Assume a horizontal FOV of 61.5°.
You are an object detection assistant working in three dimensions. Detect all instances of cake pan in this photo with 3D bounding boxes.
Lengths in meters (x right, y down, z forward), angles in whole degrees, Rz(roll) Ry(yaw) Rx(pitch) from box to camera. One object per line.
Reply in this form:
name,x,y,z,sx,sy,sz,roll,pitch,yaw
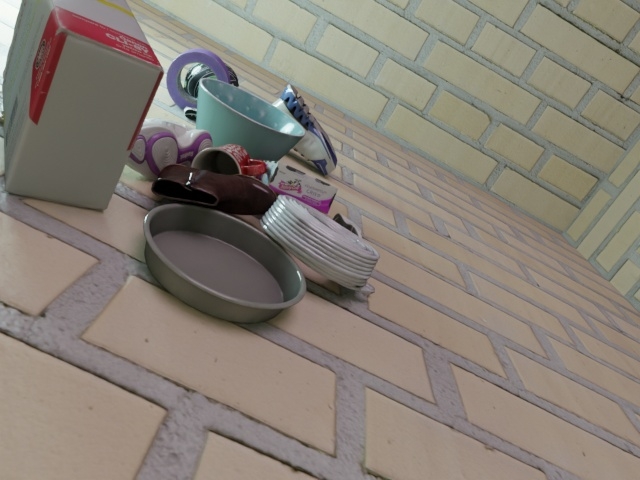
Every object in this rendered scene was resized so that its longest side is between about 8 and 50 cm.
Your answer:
cake pan,-0.164,0.038,0.912,0.293,0.054,0.293,26,21,-11

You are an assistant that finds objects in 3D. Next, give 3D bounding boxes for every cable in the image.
cable,0.000,0.000,1.116,0.257,0.089,0.257,39,10,34

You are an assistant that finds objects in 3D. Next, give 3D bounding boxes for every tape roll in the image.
tape roll,-0.377,-0.493,1.669,0.189,0.189,0.080,24,22,-16

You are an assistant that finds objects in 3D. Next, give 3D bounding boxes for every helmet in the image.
helmet,-0.364,-0.523,1.795,0.169,0.161,0.169,26,21,-11

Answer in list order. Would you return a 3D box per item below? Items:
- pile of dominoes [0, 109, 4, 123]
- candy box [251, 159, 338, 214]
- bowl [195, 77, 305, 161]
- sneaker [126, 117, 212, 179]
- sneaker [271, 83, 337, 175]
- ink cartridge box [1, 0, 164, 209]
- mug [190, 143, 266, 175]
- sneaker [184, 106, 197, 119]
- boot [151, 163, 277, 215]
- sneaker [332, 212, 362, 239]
pile of dominoes,-0.539,-0.259,1.117,0.196,0.040,0.251,21,22,-25
candy box,-0.076,-0.134,1.309,0.159,0.071,0.233,22,1,-21
bowl,-0.214,-0.295,1.467,0.312,0.163,0.311,27,20,-11
sneaker,-0.365,-0.208,1.178,0.152,0.114,0.305,20,14,12
sneaker,-0.086,-0.347,1.827,0.315,0.182,0.127,57,18,-14
ink cartridge box,-0.433,-0.282,0.934,0.160,0.279,0.384,11,33,-39
mug,-0.205,-0.160,1.248,0.150,0.113,0.169,24,16,-4
sneaker,-0.366,-0.384,1.644,0.109,0.040,0.043,16,23,-35
boot,-0.201,-0.086,1.064,0.249,0.090,0.207,14,12,-12
sneaker,0.083,-0.020,1.387,0.061,0.053,0.152,21,21,-31
